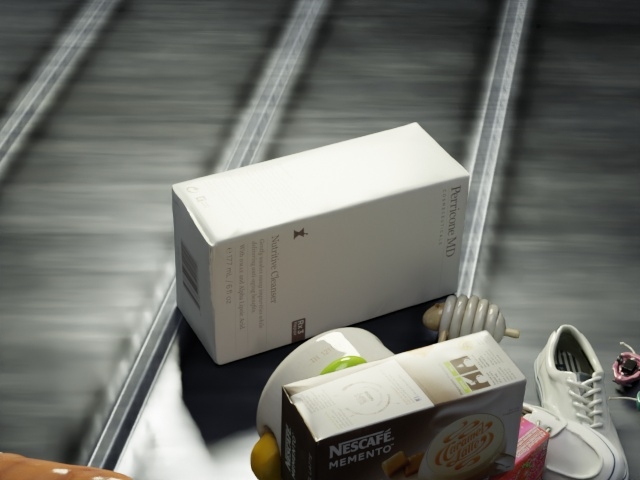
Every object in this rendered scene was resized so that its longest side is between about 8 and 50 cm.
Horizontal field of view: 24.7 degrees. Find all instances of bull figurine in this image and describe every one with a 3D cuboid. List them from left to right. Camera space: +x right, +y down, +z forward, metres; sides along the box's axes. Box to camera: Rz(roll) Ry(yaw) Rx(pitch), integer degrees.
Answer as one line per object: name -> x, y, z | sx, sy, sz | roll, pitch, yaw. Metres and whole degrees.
bull figurine -> -0.340, 0.302, 1.609 | 0.310, 0.101, 0.188 | -2, 30, 27

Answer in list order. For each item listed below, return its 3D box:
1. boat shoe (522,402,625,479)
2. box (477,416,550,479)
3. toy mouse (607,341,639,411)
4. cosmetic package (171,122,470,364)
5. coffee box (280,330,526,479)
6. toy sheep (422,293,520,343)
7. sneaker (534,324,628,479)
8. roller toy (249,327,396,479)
boat shoe -> 0.260, 0.245, 1.773 | 0.226, 0.083, 0.076 | 18, -7, 45
box -> 0.138, 0.300, 1.679 | 0.122, 0.128, 0.257 | 30, 44, 32
toy mouse -> 0.428, 0.194, 1.920 | 0.143, 0.031, 0.161 | -22, 43, -30
cosmetic package -> 0.000, 0.000, 2.004 | 0.385, 0.217, 0.156 | -16, 40, -20
coffee box -> 0.087, 0.203, 1.580 | 0.246, 0.141, 0.098 | -13, 38, -20
toy sheep -> 0.203, 0.117, 1.969 | 0.132, 0.091, 0.091 | 14, 38, 5
sneaker -> 0.323, 0.211, 1.840 | 0.094, 0.091, 0.258 | -5, 39, -10
roller toy -> 0.026, 0.210, 1.743 | 0.191, 0.209, 0.146 | 4, 28, -43
